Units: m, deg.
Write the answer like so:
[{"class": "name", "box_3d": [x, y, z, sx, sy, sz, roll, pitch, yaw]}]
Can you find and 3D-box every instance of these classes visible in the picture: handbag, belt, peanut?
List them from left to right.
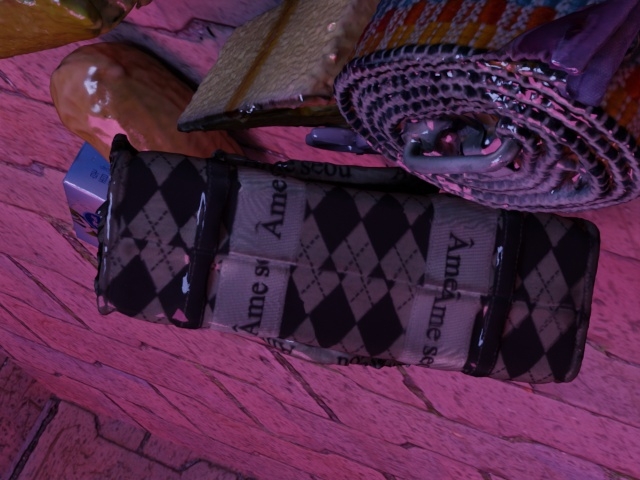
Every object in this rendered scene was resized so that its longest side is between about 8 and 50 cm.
[{"class": "peanut", "box_3d": [-0.172, -0.097, 1.773, 0.147, 0.147, 0.305, 16, 155, 34]}, {"class": "handbag", "box_3d": [0.000, 0.000, 1.487, 0.416, 0.180, 0.317, 9, -173, -13]}, {"class": "belt", "box_3d": [0.143, -0.110, 1.210, 0.207, 0.160, 0.295, 40, 160, -32]}]

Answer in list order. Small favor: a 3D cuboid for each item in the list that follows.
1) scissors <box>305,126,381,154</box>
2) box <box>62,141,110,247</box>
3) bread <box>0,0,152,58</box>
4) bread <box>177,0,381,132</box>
[{"class": "scissors", "box_3d": [0.079, -0.082, 1.499, 0.110, 0.021, 0.212, 5, -179, 37]}, {"class": "box", "box_3d": [-0.238, -0.039, 2.127, 0.142, 0.083, 0.232, 26, 161, 5]}, {"class": "bread", "box_3d": [-0.269, -0.263, 1.368, 0.251, 0.208, 0.376, 43, 162, -27]}, {"class": "bread", "box_3d": [0.014, -0.111, 1.446, 0.178, 0.135, 0.240, 37, 159, -25]}]
